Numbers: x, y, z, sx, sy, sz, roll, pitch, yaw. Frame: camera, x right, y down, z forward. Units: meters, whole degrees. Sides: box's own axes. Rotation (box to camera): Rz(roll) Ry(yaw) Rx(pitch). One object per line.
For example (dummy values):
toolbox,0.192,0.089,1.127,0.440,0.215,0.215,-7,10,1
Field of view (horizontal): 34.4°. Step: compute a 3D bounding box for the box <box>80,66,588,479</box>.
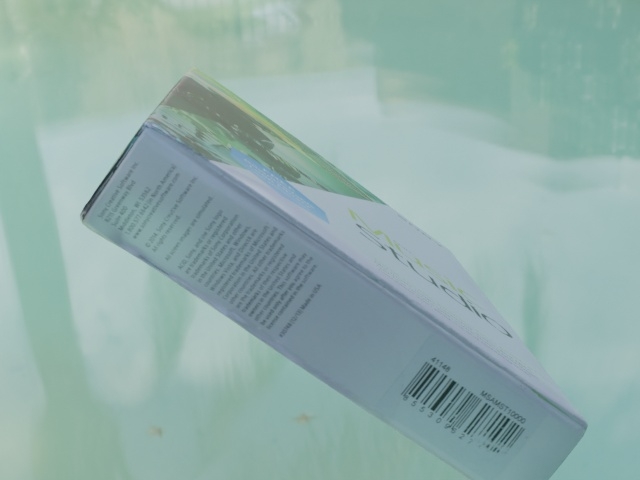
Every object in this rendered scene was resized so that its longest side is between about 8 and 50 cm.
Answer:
box,0.000,0.000,0.578,0.232,0.058,0.322,35,7,-11
